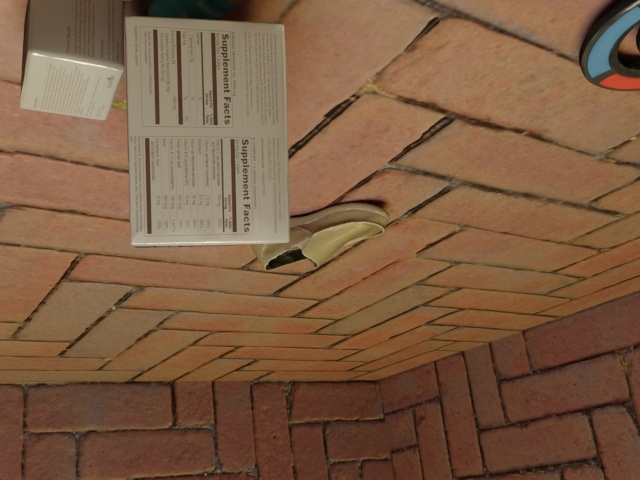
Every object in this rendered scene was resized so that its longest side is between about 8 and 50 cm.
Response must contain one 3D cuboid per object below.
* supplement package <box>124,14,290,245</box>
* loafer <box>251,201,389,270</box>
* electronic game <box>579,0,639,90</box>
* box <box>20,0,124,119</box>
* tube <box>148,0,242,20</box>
[{"bbox_3d":[-0.129,-0.095,0.724,0.145,0.204,0.262,-1,179,-15],"label":"supplement package"},{"bbox_3d":[0.000,0.000,1.267,0.268,0.092,0.102,-12,158,11],"label":"loafer"},{"bbox_3d":[0.434,-0.253,0.830,0.229,0.048,0.229,-7,159,-3],"label":"electronic game"},{"bbox_3d":[-0.248,-0.191,0.680,0.087,0.101,0.102,5,156,-28],"label":"box"},{"bbox_3d":[-0.076,-0.261,0.647,0.207,0.052,0.080,-26,164,30],"label":"tube"}]
